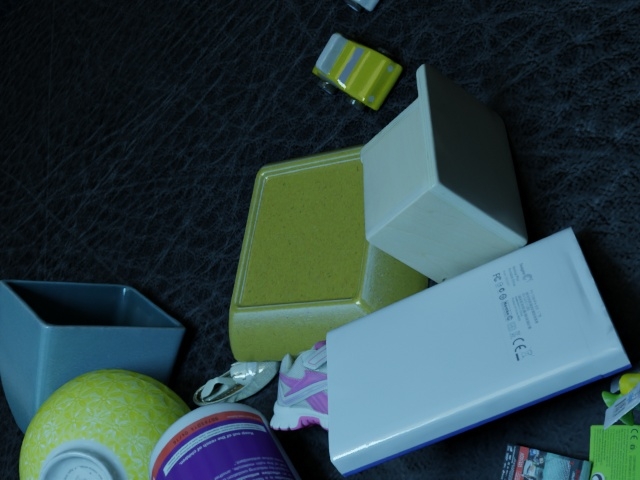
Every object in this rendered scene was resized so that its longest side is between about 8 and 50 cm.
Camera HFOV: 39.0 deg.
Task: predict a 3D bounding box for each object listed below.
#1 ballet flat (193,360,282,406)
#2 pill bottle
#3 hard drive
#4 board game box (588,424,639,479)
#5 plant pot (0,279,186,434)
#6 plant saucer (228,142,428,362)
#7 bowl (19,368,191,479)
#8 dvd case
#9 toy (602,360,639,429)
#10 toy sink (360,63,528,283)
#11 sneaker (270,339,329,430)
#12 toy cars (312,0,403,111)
[{"bbox_3d":[-0.128,0.214,1.369,0.168,0.052,0.057,-39,44,27],"label":"ballet flat"},{"bbox_3d":[-0.090,0.365,1.137,0.181,0.181,0.323,-54,39,12],"label":"pill bottle"},{"bbox_3d":[0.156,0.118,0.999,0.319,0.040,0.210,-25,32,16],"label":"hard drive"},{"bbox_3d":[0.365,0.230,0.819,0.259,0.039,0.124,-14,60,47],"label":"board game box"},{"bbox_3d":[-0.410,0.225,1.541,0.248,0.247,0.252,24,105,52],"label":"plant pot"},{"bbox_3d":[0.000,0.000,1.292,0.333,0.081,0.332,-8,63,38],"label":"plant saucer"},{"bbox_3d":[-0.322,0.341,1.309,0.290,0.156,0.289,1,93,10],"label":"bowl"},{"bbox_3d":[0.229,0.263,0.945,0.119,0.013,0.087,-8,65,63],"label":"dvd case"},{"bbox_3d":[0.373,0.098,0.845,0.237,0.137,0.056,-42,85,24],"label":"toy"},{"bbox_3d":[0.145,-0.079,1.130,0.131,0.153,0.234,-40,34,34],"label":"toy sink"},{"bbox_3d":[0.023,0.182,1.155,0.252,0.103,0.111,-12,82,44],"label":"sneaker"},{"bbox_3d":[0.039,-0.371,1.485,0.176,0.087,0.393,-26,51,37],"label":"toy cars"}]
